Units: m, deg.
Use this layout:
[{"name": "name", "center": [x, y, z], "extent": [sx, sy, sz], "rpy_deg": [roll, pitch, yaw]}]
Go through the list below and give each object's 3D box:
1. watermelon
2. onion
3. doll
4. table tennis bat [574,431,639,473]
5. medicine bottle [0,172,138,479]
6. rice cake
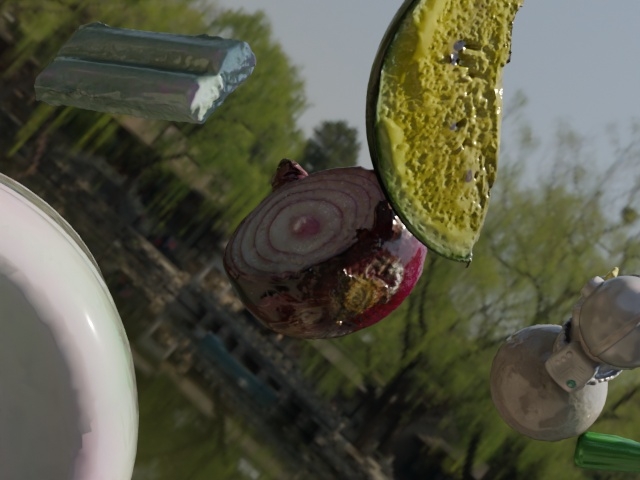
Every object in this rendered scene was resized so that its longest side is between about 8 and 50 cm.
[{"name": "watermelon", "center": [0.106, -0.129, 0.969], "extent": [0.129, 0.301, 0.123], "rpy_deg": [9, 9, 6]}, {"name": "onion", "center": [0.000, 0.000, 1.112], "extent": [0.140, 0.195, 0.218], "rpy_deg": [52, 2, -38]}, {"name": "doll", "center": [0.305, 0.131, 1.271], "extent": [0.151, 0.151, 0.287], "rpy_deg": [42, -37, 5]}, {"name": "table tennis bat", "center": [0.409, 0.247, 1.201], "extent": [0.257, 0.160, 0.039], "rpy_deg": [5, -26, 20]}, {"name": "medicine bottle", "center": [-0.226, 0.071, 0.584], "extent": [0.241, 0.241, 0.302], "rpy_deg": [44, -6, -13]}, {"name": "rice cake", "center": [-0.159, -0.146, 0.959], "extent": [0.226, 0.085, 0.040], "rpy_deg": [13, -29, 38]}]
